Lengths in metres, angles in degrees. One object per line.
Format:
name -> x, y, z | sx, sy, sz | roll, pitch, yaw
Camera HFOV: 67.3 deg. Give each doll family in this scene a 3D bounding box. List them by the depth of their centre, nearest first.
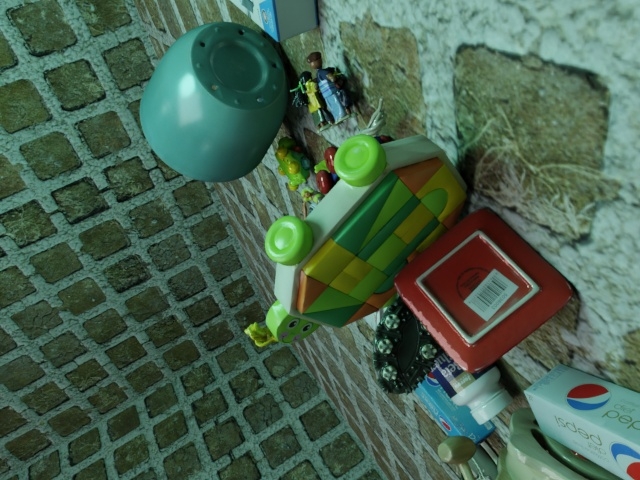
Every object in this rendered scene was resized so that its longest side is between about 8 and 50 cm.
doll family -> 0.005, -0.244, 0.797 | 0.193, 0.076, 0.111 | 2, 116, 66

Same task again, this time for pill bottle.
pill bottle -> 0.239, 0.216, 0.810 | 0.169, 0.094, 0.094 | 53, 163, 24

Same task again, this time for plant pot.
plant pot -> -0.200, -0.293, 0.979 | 0.293, 0.293, 0.235 | 61, 151, -1

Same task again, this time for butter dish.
butter dish -> 0.206, 0.071, 0.621 | 0.160, 0.160, 0.118 | 52, -175, 30

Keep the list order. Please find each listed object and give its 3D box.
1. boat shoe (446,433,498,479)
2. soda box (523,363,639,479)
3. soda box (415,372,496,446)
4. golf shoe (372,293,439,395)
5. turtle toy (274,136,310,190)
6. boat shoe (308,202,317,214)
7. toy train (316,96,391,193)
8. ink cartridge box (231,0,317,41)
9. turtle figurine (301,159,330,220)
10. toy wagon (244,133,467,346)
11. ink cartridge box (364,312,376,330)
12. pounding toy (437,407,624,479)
boat shoe -> 0.354, 0.534, 1.009 | 0.305, 0.091, 0.109 | 58, 164, 10
soda box -> 0.341, 0.216, 0.541 | 0.073, 0.069, 0.216 | 64, 165, -12
soda box -> 0.257, 0.328, 0.999 | 0.210, 0.067, 0.071 | 51, 162, 33
golf shoe -> 0.140, 0.115, 0.805 | 0.120, 0.105, 0.272 | 111, 167, -82
turtle toy -> -0.065, -0.185, 1.114 | 0.130, 0.066, 0.095 | 56, 164, 20
boat shoe -> 0.000, 0.000, 1.203 | 0.183, 0.083, 0.065 | 62, 164, -3
toy train -> 0.075, -0.087, 0.727 | 0.248, 0.105, 0.143 | 121, 132, -72
ink cartridge box -> -0.090, -0.424, 0.752 | 0.190, 0.082, 0.139 | 49, 160, 32
turtle figurine -> 0.040, -0.048, 0.990 | 0.217, 0.087, 0.269 | 96, 151, -52
toy wagon -> 0.043, 0.027, 0.627 | 0.068, 0.344, 0.267 | 48, -170, 36
ink cartridge box -> 0.125, 0.157, 1.143 | 0.122, 0.052, 0.088 | 43, 156, 45
pounding toy -> 0.306, 0.336, 0.644 | 0.270, 0.154, 0.154 | 22, 107, 41
